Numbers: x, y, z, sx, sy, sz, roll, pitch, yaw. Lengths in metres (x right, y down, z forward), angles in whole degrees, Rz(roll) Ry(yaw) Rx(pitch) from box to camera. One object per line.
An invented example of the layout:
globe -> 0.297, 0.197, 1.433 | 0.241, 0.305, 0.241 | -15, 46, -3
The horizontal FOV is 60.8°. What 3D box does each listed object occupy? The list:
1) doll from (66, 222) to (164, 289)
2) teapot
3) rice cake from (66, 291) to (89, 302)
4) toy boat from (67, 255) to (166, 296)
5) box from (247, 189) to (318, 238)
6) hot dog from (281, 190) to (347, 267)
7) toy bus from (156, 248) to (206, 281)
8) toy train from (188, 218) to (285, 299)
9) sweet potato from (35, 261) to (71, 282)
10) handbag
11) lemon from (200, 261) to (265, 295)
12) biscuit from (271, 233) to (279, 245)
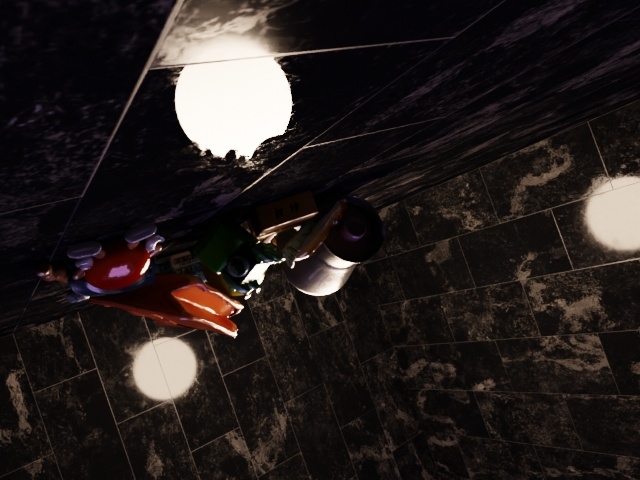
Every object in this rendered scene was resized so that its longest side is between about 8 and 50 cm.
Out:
doll -> -0.393, 0.034, 1.071 | 0.183, 0.085, 0.217 | -21, 162, -20
teapot -> 0.000, 0.000, 1.852 | 0.376, 0.306, 0.361 | 13, 155, -23
rice cake -> -0.761, 0.171, 1.853 | 0.080, 0.042, 0.221 | -16, -179, 17
toy boat -> -0.462, 0.071, 1.213 | 0.103, 0.093, 0.246 | 3, -173, 22
box -> -0.107, -0.063, 1.464 | 0.152, 0.070, 0.237 | -19, 176, -15
hot dog -> -0.012, -0.032, 1.588 | 0.270, 0.082, 0.162 | -49, -175, -10
toy bus -> -0.394, 0.085, 1.825 | 0.106, 0.131, 0.297 | -18, 180, 41
toy train -> -0.204, 0.035, 1.352 | 0.132, 0.188, 0.243 | -53, 176, 3
sweet potato -> -0.529, 0.064, 1.077 | 0.044, 0.044, 0.179 | -20, 172, -8
handbag -> -0.410, 0.178, 1.537 | 0.303, 0.116, 0.410 | 7, 164, 13
lemon -> -0.256, 0.067, 1.624 | 0.192, 0.192, 0.231 | -20, 139, -5
biscuit -> -0.062, 0.044, 2.093 | 0.186, 0.295, 0.044 | -22, 151, -35
